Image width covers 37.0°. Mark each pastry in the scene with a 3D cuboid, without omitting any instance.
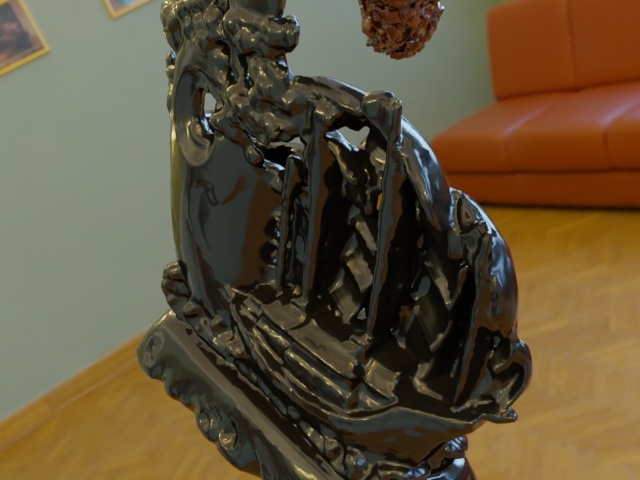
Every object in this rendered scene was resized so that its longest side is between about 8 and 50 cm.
[{"bbox_3d":[0.088,-0.298,1.103,0.097,0.209,0.115,25,63,27],"label":"pastry"}]

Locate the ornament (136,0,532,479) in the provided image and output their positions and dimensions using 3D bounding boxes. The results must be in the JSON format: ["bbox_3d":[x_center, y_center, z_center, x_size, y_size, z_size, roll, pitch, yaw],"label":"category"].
[{"bbox_3d":[0.000,0.000,0.469,0.106,0.261,0.251,-18,41,-37],"label":"ornament"}]
